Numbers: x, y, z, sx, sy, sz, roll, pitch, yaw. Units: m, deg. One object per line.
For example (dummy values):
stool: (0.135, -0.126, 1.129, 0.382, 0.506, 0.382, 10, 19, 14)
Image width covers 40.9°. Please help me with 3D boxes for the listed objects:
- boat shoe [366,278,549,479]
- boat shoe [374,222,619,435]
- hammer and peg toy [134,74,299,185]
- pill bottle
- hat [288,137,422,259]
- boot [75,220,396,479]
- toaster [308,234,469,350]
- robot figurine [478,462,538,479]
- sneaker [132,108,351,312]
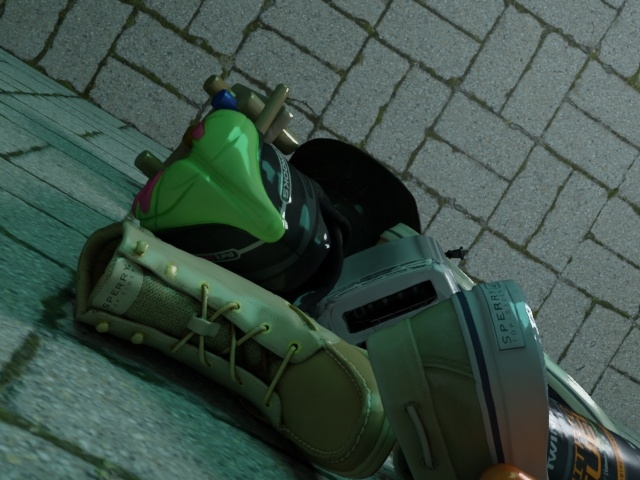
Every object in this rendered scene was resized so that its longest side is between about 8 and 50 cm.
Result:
boat shoe: (0.094, 0.138, 0.556, 0.109, 0.094, 0.302, -94, 171, -48)
boat shoe: (0.237, 0.192, 1.214, 0.500, 0.156, 0.187, 43, -3, -8)
hammer and peg toy: (-0.151, -0.136, 1.410, 0.127, 0.266, 0.361, 43, -3, -31)
pill bottle: (0.176, 0.198, 0.756, 0.245, 0.131, 0.130, 29, 5, -30)
hat: (0.000, 0.000, 1.342, 0.133, 0.332, 0.331, -17, 39, -41)
boot: (-0.071, 0.073, 0.639, 0.203, 0.095, 0.262, 30, 2, -31)
toaster: (0.088, 0.079, 1.042, 0.146, 0.226, 0.129, -90, 159, -78)
robot figurine: (0.129, 0.197, 0.415, 0.219, 0.158, 0.128, 30, -25, -28)
sneaker: (-0.078, 0.000, 0.951, 0.202, 0.185, 0.483, 43, 0, -1)
